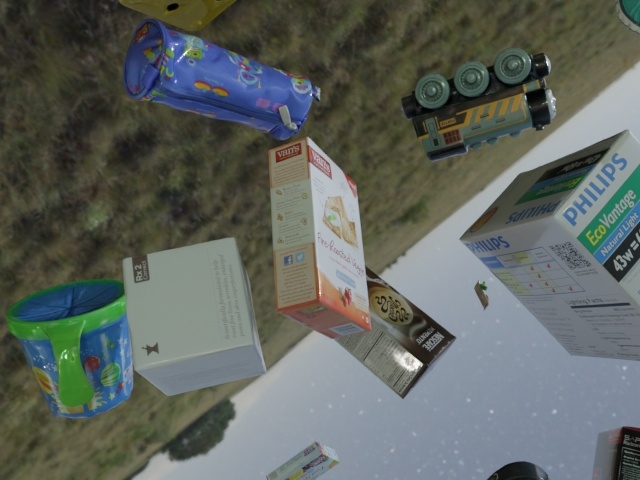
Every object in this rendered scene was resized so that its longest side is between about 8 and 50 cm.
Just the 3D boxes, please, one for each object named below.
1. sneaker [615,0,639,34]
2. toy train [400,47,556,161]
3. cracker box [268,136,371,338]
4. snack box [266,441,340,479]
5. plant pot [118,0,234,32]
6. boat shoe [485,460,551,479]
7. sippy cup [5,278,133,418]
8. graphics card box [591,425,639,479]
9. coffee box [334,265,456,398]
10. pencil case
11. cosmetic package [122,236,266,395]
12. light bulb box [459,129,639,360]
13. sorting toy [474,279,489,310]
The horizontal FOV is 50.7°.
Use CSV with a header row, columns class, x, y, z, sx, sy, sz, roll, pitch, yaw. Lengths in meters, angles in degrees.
class,x,y,z,sx,sy,sz,roll,pitch,yaw
sneaker,0.660,-0.519,1.378,0.107,0.275,0.110,-11,155,-17
toy train,0.353,-0.301,1.509,0.334,0.190,0.142,-15,-176,15
cracker box,0.000,0.000,0.906,0.067,0.232,0.156,-16,153,23
snack box,-0.038,0.515,1.523,0.141,0.037,0.100,-36,144,7
plant pot,-0.184,-0.390,0.840,0.212,0.187,0.212,-30,167,26
boat shoe,0.334,0.574,1.276,0.500,0.187,0.155,96,0,-47
sippy cup,-0.474,0.218,1.338,0.240,0.223,0.305,-1,-163,21
graphics card box,0.620,0.582,1.405,0.233,0.094,0.370,64,39,-69
coffee box,0.137,0.196,1.544,0.168,0.297,0.118,-26,150,-55
pencil case,-0.152,-0.244,1.074,0.306,0.133,0.119,11,124,-37
cosmetic package,-0.166,0.109,0.922,0.152,0.151,0.183,-12,158,-5
light bulb box,0.525,0.029,1.288,0.225,0.361,0.358,-46,-174,-15
sorting toy,0.366,0.120,1.515,0.012,0.062,0.083,-18,161,-3
